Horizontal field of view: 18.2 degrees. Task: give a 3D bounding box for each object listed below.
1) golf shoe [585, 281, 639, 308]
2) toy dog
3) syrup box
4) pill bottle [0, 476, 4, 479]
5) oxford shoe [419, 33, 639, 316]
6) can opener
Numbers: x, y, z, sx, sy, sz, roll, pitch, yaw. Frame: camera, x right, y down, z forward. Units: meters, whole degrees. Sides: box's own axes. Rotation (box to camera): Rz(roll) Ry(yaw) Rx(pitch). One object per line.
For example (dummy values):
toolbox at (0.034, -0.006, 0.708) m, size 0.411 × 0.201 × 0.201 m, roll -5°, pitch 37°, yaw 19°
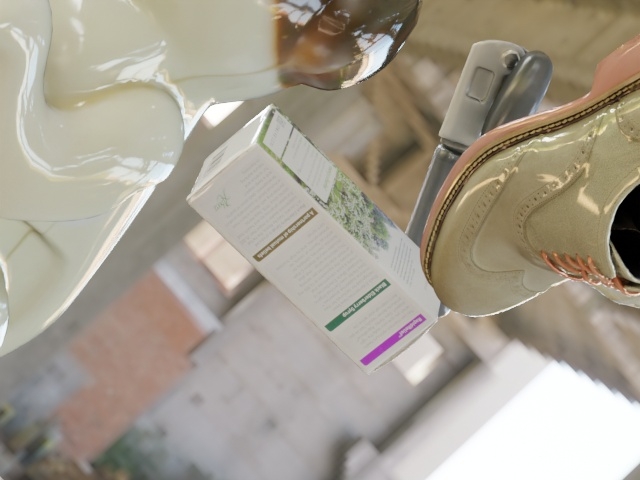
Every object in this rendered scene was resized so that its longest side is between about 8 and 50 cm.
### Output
golf shoe at (0.302, -0.086, 1.749) m, size 0.140 × 0.306 × 0.115 m, roll 14°, pitch -11°, yaw -3°
toy dog at (-0.141, -0.095, 1.116) m, size 0.395 × 0.408 × 0.285 m, roll 36°, pitch 20°, yaw -52°
syrup box at (0.000, 0.000, 1.805) m, size 0.237 × 0.096 × 0.093 m, roll 45°, pitch 25°, yaw -14°
pill bottle at (-0.324, 0.263, 1.503) m, size 0.119 × 0.208 × 0.119 m, roll 43°, pitch 21°, yaw -21°
oxford shoe at (0.199, -0.019, 1.513) m, size 0.140 × 0.147 × 0.397 m, roll 14°, pitch -33°, yaw -24°
can opener at (0.136, -0.059, 1.894) m, size 0.074 × 0.280 × 0.093 m, roll 20°, pitch 15°, yaw -5°
